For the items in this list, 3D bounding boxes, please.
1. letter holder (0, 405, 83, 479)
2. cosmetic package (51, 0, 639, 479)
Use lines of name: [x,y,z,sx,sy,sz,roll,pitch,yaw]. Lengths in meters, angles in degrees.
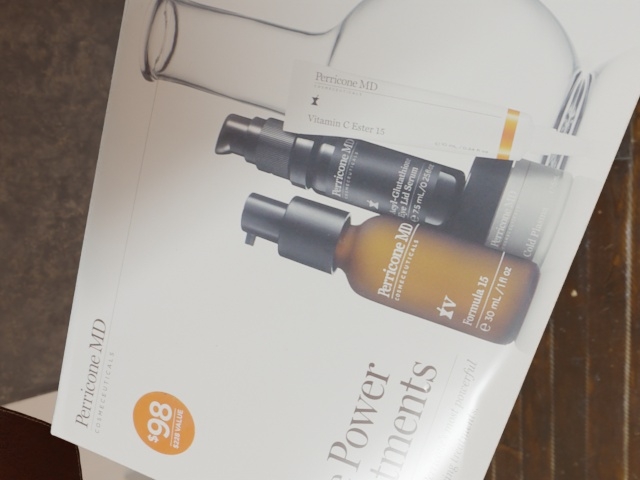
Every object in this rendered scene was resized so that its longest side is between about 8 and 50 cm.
letter holder: [-0.361,0.270,0.582,0.302,0.152,0.214,59,-168,-62]
cosmetic package: [0.000,0.000,0.408,0.284,0.097,0.377,19,106,13]
